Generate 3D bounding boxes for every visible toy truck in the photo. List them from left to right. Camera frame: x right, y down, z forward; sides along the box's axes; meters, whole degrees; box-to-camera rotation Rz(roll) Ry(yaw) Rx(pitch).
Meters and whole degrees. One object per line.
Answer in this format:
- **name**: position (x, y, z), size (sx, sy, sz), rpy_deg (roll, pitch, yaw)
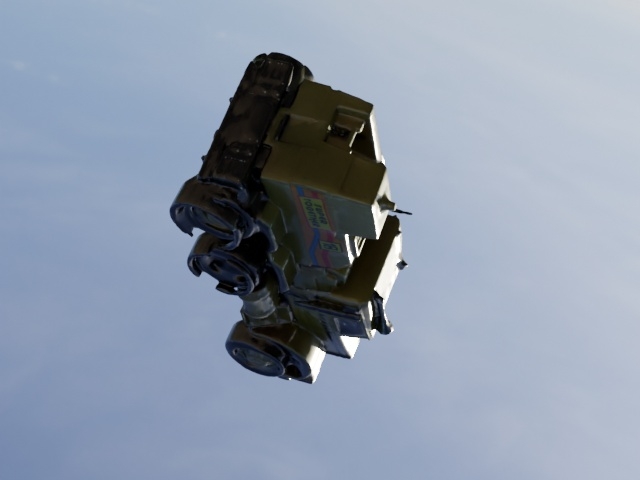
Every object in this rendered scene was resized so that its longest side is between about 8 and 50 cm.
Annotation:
- **toy truck**: position (-0.004, 0.000, 0.838), size (0.127, 0.257, 0.127), rpy_deg (15, -118, 13)
